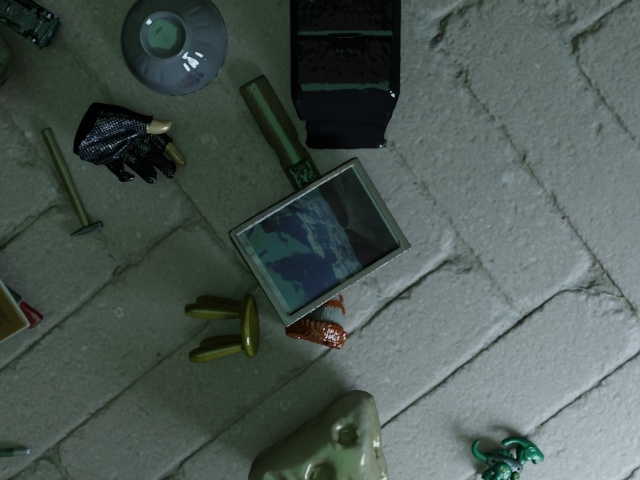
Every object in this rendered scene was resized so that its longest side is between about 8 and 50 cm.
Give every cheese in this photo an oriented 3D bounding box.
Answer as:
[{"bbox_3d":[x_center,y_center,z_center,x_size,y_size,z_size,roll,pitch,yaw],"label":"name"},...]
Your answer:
[{"bbox_3d":[0.044,0.402,1.555,0.251,0.173,0.248,-44,91,1],"label":"cheese"}]

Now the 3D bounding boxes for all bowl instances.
[{"bbox_3d":[-0.255,-0.341,1.530,0.189,0.086,0.189,0,97,3],"label":"bowl"}]

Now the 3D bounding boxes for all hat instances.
[{"bbox_3d":[0.005,0.100,1.574,0.112,0.093,0.162,13,79,-8],"label":"hat"}]

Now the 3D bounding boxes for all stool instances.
[{"bbox_3d":[-0.168,0.149,1.567,0.110,0.134,0.135,-5,141,6],"label":"stool"}]

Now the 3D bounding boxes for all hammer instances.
[{"bbox_3d":[-0.451,-0.104,1.602,0.062,0.013,0.199,-22,94,5],"label":"hammer"}]

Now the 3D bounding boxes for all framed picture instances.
[{"bbox_3d":[0.000,0.000,1.525,0.260,0.023,0.189,-31,93,-8],"label":"framed picture"}]

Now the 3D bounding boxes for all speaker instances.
[{"bbox_3d":[0.040,-0.358,1.497,0.180,0.184,0.389,1,86,2],"label":"speaker"}]

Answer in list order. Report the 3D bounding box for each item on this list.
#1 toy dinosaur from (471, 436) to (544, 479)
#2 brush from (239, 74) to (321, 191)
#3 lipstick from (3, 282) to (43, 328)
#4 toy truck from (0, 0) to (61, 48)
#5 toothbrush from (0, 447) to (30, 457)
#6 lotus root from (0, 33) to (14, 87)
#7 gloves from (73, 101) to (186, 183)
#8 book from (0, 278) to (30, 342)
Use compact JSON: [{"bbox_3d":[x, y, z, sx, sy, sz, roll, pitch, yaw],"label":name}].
[{"bbox_3d":[0.325,0.388,1.597,0.132,0.059,0.096,21,89,-8],"label":"toy dinosaur"},{"bbox_3d":[-0.051,-0.151,1.560,0.054,0.048,0.282,-29,93,1],"label":"brush"},{"bbox_3d":[-0.627,0.059,1.613,0.312,0.051,0.051,38,98,-4],"label":"lipstick"},{"bbox_3d":[-0.515,-0.387,1.542,0.147,0.079,0.065,33,96,0],"label":"toy truck"},{"bbox_3d":[-0.659,0.402,1.667,0.257,0.018,0.024,-7,89,5],"label":"toothbrush"},{"bbox_3d":[-0.679,-0.293,1.523,0.267,0.149,0.260,40,124,-16],"label":"lotus root"},{"bbox_3d":[-0.320,-0.167,1.558,0.180,0.106,0.129,20,99,-28],"label":"gloves"},{"bbox_3d":[-0.734,0.130,1.603,0.388,0.032,0.269,-29,99,14],"label":"book"}]
